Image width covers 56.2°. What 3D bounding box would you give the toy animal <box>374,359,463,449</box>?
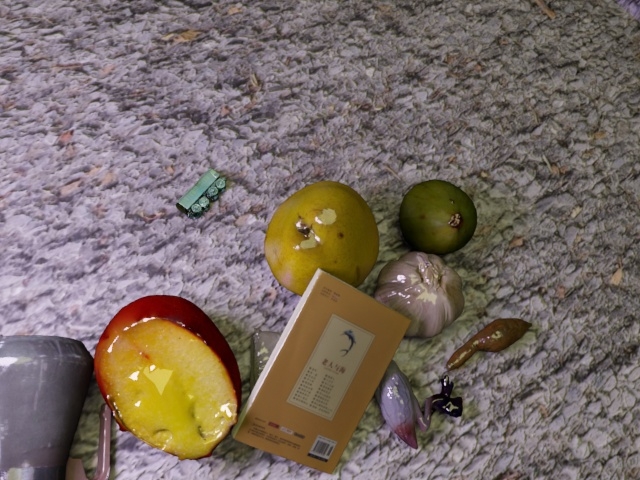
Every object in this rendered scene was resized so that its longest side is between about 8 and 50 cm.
[{"bbox_3d":[0.171,0.341,1.386,0.324,0.090,0.195,34,57,-4],"label":"toy animal"}]

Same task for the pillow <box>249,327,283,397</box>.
[{"bbox_3d":[-0.097,0.293,1.365,0.134,0.078,0.182,3,61,-13],"label":"pillow"}]

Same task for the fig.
[{"bbox_3d":[0.311,-0.061,1.534,0.202,0.225,0.203,0,89,-11],"label":"fig"}]

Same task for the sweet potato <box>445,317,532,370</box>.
[{"bbox_3d":[0.422,0.245,1.490,0.269,0.075,0.075,-23,71,-16],"label":"sweet potato"}]

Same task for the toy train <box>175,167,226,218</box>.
[{"bbox_3d":[-0.304,-0.118,1.542,0.070,0.038,0.148,34,64,9],"label":"toy train"}]

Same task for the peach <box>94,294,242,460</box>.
[{"bbox_3d":[-0.302,0.280,1.220,0.280,0.281,0.338,-25,57,-21],"label":"peach"}]

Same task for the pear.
[{"bbox_3d":[-0.001,-0.011,1.385,0.284,0.336,0.285,-4,56,6],"label":"pear"}]

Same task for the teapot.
[{"bbox_3d":[-0.556,0.373,1.168,0.300,0.253,0.344,12,66,-41],"label":"teapot"}]

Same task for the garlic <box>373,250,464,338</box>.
[{"bbox_3d":[0.247,0.126,1.470,0.227,0.152,0.228,4,69,-12],"label":"garlic"}]

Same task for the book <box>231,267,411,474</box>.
[{"bbox_3d":[0.011,0.285,1.277,0.268,0.032,0.389,31,85,-25],"label":"book"}]
